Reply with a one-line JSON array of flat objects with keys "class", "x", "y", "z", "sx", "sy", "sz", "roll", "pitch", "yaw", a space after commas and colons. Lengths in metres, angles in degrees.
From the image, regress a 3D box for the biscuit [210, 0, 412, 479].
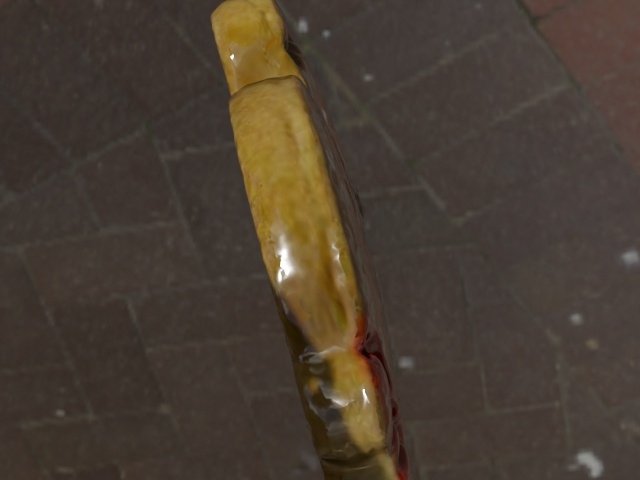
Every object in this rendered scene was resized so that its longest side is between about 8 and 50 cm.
[{"class": "biscuit", "x": 0.000, "y": 0.000, "z": 0.482, "sx": 0.036, "sy": 0.225, "sz": 0.166, "roll": -14, "pitch": 104, "yaw": 0}]
